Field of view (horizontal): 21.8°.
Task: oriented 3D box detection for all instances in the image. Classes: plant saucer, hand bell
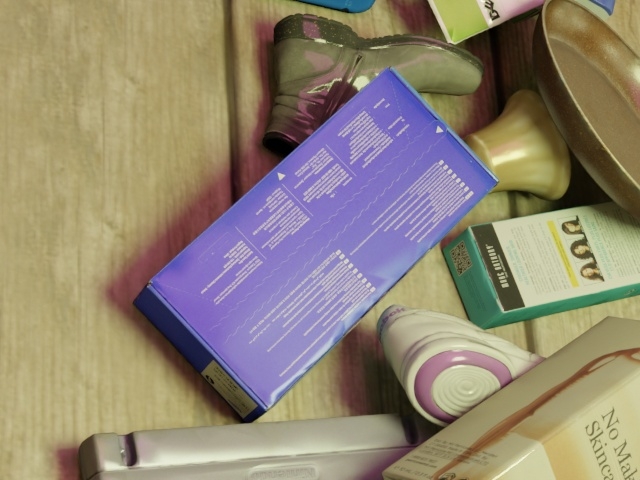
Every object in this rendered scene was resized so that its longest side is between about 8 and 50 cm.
[{"bbox_3d":[0.324,-0.127,1.801,0.310,0.050,0.311,38,32,-29],"label":"plant saucer"},{"bbox_3d":[0.129,-0.068,1.756,0.242,0.126,0.126,-19,75,-20],"label":"hand bell"}]

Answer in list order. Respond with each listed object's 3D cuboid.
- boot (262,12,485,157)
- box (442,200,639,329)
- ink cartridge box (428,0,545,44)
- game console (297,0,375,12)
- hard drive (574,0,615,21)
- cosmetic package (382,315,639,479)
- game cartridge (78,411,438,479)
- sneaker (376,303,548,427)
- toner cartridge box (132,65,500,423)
[{"bbox_3d":[0.055,-0.137,1.759,0.246,0.083,0.161,8,69,-18],"label":"boot"},{"bbox_3d":[0.258,0.023,1.784,0.244,0.060,0.101,-10,70,-31],"label":"box"},{"bbox_3d":[0.197,-0.338,1.875,0.255,0.097,0.189,-25,91,-19],"label":"ink cartridge box"},{"bbox_3d":[-0.079,-0.399,1.842,0.293,0.173,0.250,9,93,-23],"label":"game console"},{"bbox_3d":[0.289,-0.437,2.045,0.210,0.040,0.319,26,57,-14],"label":"hard drive"},{"bbox_3d":[0.222,0.206,1.509,0.296,0.129,0.153,-32,110,-27],"label":"cosmetic package"},{"bbox_3d":[-0.033,0.278,1.505,0.355,0.068,0.230,0,70,-28],"label":"game cartridge"},{"bbox_3d":[0.183,0.138,1.651,0.305,0.114,0.152,28,11,-35],"label":"sneaker"},{"bbox_3d":[0.000,0.000,1.611,0.165,0.075,0.348,48,65,-1],"label":"toner cartridge box"}]
